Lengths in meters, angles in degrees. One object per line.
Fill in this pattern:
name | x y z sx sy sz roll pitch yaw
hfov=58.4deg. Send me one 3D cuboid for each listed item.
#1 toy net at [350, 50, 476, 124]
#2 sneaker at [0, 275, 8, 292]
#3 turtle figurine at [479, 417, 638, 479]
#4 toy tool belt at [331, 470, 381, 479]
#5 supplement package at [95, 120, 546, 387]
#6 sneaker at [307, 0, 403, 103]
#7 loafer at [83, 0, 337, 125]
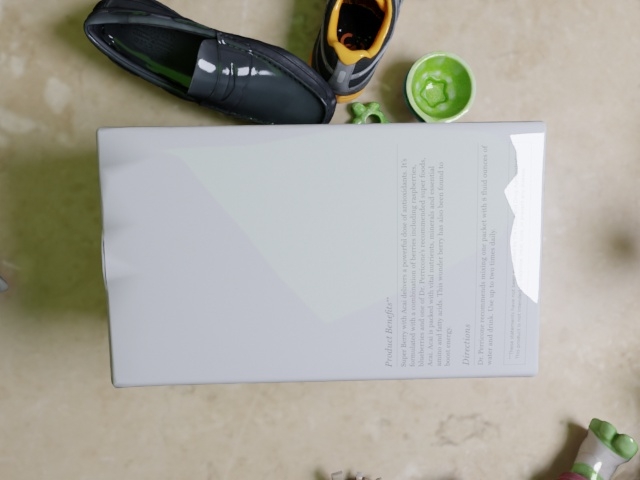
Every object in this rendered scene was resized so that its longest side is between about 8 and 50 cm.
toy net | 0.131 -0.059 0.558 0.122 0.045 0.232 -33 96 -6
sneaker | -0.358 0.123 0.475 0.121 0.099 0.263 26 93 -18
turtle figurine | 0.217 0.287 0.497 0.266 0.197 0.275 -43 110 -13
toy tool belt | 0.045 0.252 0.552 0.083 0.052 0.051 13 98 -8
supplement package | 0.000 0.000 0.457 0.292 0.175 0.178 0 97 -1
sneaker | 0.047 -0.236 0.524 0.084 0.083 0.215 13 88 -6
loafer | -0.094 -0.146 0.501 0.223 0.078 0.076 23 124 -6
